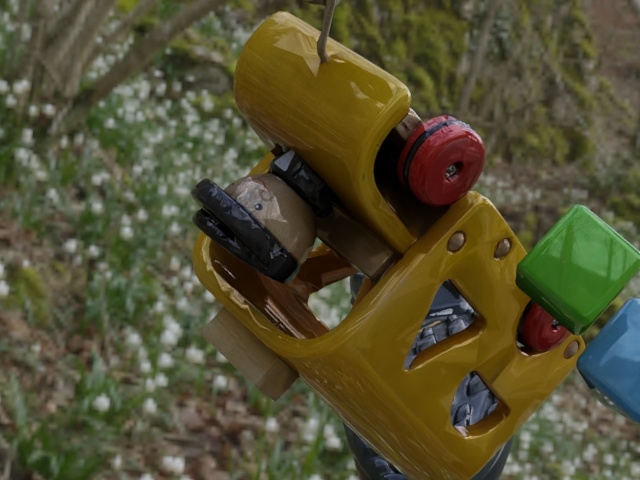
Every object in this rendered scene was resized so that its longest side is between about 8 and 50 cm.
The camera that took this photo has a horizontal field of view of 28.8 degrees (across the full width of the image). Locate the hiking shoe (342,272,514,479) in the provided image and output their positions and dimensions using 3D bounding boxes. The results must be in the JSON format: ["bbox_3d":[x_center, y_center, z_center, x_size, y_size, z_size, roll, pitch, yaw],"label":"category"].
[{"bbox_3d":[0.076,0.110,0.812,0.113,0.132,0.304,-7,21,6],"label":"hiking shoe"}]

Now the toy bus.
[{"bbox_3d":[0.009,0.009,0.439,0.202,0.104,0.191,43,-6,-1],"label":"toy bus"}]
